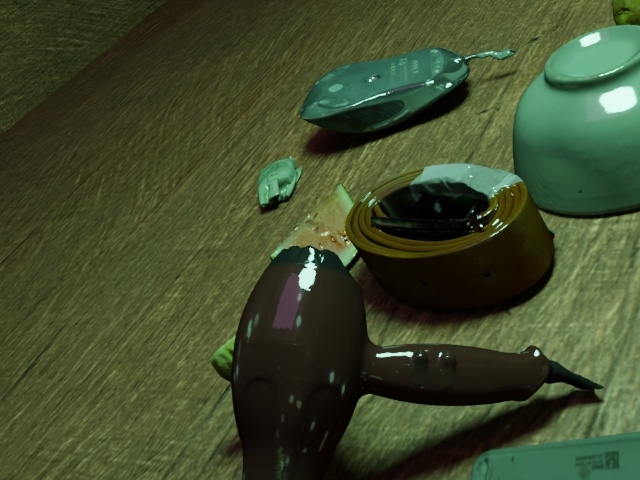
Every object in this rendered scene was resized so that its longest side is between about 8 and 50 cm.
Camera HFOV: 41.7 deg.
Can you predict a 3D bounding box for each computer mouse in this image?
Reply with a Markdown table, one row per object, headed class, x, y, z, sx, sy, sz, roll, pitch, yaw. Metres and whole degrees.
| class | x | y | z | sx | sy | sz | roll | pitch | yaw |
| --- | --- | --- | --- | --- | --- | --- | --- | --- | --- |
| computer mouse | 0.148 | -0.255 | 1.439 | 0.379 | 0.090 | 0.167 | -12 | 37 | 17 |

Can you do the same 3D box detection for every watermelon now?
| class | x | y | z | sx | sy | sz | roll | pitch | yaw |
| --- | --- | --- | --- | --- | --- | --- | --- | --- | --- |
| watermelon | -0.001 | 0.009 | 1.159 | 0.163 | 0.087 | 0.069 | -46 | 2 | -31 |

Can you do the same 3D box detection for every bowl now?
| class | x | y | z | sx | sy | sz | roll | pitch | yaw |
| --- | --- | --- | --- | --- | --- | --- | --- | --- | --- |
| bowl | 0.361 | -0.173 | 1.047 | 0.289 | 0.146 | 0.289 | -21 | 29 | 12 |

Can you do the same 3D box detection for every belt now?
| class | x | y | z | sx | sy | sz | roll | pitch | yaw |
| --- | --- | --- | --- | --- | --- | --- | --- | --- | --- |
| belt | 0.152 | -0.009 | 1.013 | 0.261 | 0.105 | 0.184 | 3 | 43 | 49 |

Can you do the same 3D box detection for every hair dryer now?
| class | x | y | z | sx | sy | sz | roll | pitch | yaw |
| --- | --- | --- | --- | --- | --- | --- | --- | --- | --- |
| hair dryer | 0.086 | 0.168 | 0.763 | 0.340 | 0.123 | 0.313 | 3 | 75 | 1 |

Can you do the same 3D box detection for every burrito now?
| class | x | y | z | sx | sy | sz | roll | pitch | yaw |
| --- | --- | --- | --- | --- | --- | --- | --- | --- | --- |
| burrito | -0.072 | -0.098 | 1.419 | 0.074 | 0.044 | 0.118 | -17 | 26 | 12 |

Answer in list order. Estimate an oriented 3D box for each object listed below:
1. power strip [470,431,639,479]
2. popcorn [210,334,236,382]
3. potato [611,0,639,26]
| class | x | y | z | sx | sy | sz | roll | pitch | yaw |
| --- | --- | --- | --- | --- | --- | --- | --- | --- | --- |
| power strip | 0.198 | 0.225 | 0.542 | 0.265 | 0.059 | 0.194 | -27 | 50 | 53 |
| popcorn | -0.030 | 0.134 | 0.905 | 0.135 | 0.162 | 0.141 | -45 | 46 | 40 |
| potato | 0.517 | -0.373 | 1.257 | 0.176 | 0.137 | 0.137 | -34 | 28 | -24 |
